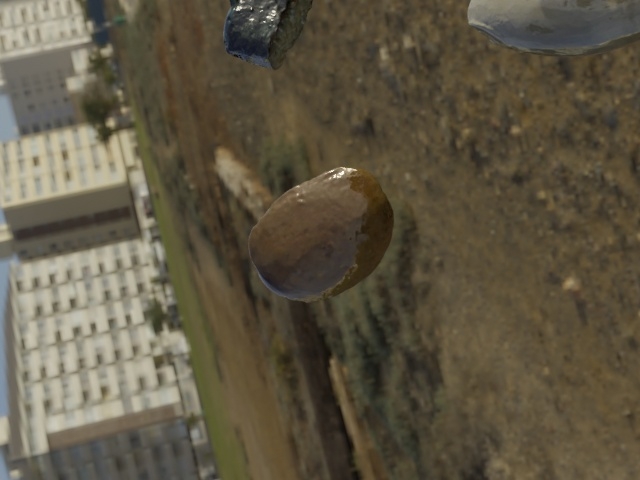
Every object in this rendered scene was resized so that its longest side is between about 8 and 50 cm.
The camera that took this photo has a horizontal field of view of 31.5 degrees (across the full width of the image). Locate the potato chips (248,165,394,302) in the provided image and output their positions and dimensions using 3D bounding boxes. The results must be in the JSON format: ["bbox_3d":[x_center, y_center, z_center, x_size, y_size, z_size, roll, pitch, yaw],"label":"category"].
[{"bbox_3d":[0.000,0.000,1.436,0.150,0.201,0.049,60,-160,-6],"label":"potato chips"}]

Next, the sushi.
[{"bbox_3d":[-0.090,-0.418,2.013,0.124,0.127,0.225,54,-122,-74],"label":"sushi"}]

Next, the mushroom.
[{"bbox_3d":[0.354,-0.307,1.490,0.350,0.128,0.128,1,108,42],"label":"mushroom"}]
